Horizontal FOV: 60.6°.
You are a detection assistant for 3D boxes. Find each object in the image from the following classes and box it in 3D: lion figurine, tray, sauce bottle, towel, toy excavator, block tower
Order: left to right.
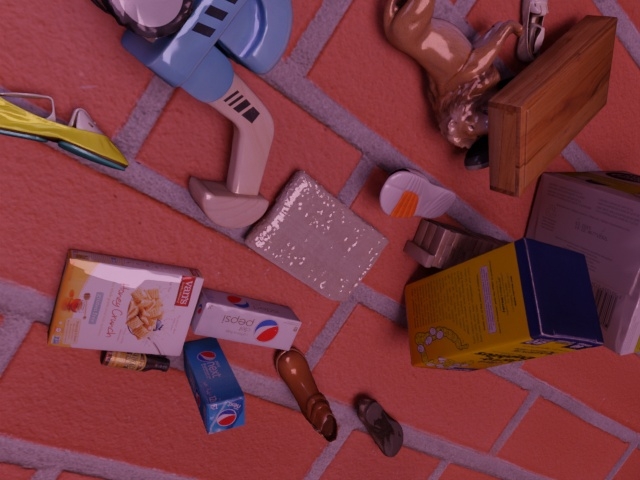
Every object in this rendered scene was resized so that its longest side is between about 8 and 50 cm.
[{"bbox_3d":[-0.354,0.229,1.054,0.128,0.042,0.042,17,103,-32],"label":"sauce bottle"},{"bbox_3d":[-0.156,-0.273,0.852,0.445,0.222,0.433,34,95,-42],"label":"toy excavator"},{"bbox_3d":[0.000,0.000,1.129,0.282,0.049,0.187,37,91,-33],"label":"towel"},{"bbox_3d":[0.229,-0.371,1.045,0.392,0.142,0.240,37,106,-19],"label":"lion figurine"},{"bbox_3d":[0.363,0.030,1.297,0.335,0.091,0.097,11,106,-30],"label":"block tower"},{"bbox_3d":[0.487,-0.286,1.136,0.411,0.076,0.203,-41,136,-29],"label":"tray"}]

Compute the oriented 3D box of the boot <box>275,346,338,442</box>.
[{"bbox_3d":[-0.023,0.336,1.199,0.073,0.152,0.197,-31,122,-11],"label":"boot"}]

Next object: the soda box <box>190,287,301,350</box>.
[{"bbox_3d":[-0.151,0.161,1.109,0.216,0.069,0.074,17,103,-30],"label":"soda box"}]

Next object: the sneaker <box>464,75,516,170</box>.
[{"bbox_3d":[0.364,-0.251,1.175,0.222,0.083,0.118,-45,120,-25],"label":"sneaker"}]

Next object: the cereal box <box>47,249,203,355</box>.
[{"bbox_3d":[-0.353,0.120,1.003,0.240,0.047,0.173,12,106,-30],"label":"cereal box"}]

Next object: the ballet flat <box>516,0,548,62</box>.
[{"bbox_3d":[0.453,-0.461,1.149,0.057,0.052,0.168,-11,116,-22],"label":"ballet flat"}]

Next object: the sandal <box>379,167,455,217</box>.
[{"bbox_3d":[0.193,-0.102,1.171,0.265,0.076,0.102,9,123,-51],"label":"sandal"}]

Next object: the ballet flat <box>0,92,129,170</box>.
[{"bbox_3d":[-0.402,-0.175,0.839,0.230,0.077,0.077,15,87,-29],"label":"ballet flat"}]

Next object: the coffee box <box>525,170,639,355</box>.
[{"bbox_3d":[0.741,0.031,1.337,0.334,0.337,0.338,-4,112,-26],"label":"coffee box"}]

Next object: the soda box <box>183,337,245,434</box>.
[{"bbox_3d":[-0.207,0.269,1.043,0.071,0.210,0.067,-7,115,-23],"label":"soda box"}]

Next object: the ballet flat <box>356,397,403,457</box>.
[{"bbox_3d":[0.150,0.480,1.414,0.084,0.058,0.250,-53,132,-23],"label":"ballet flat"}]

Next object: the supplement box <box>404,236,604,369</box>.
[{"bbox_3d":[0.373,0.156,1.179,0.194,0.356,0.195,12,65,-29],"label":"supplement box"}]
